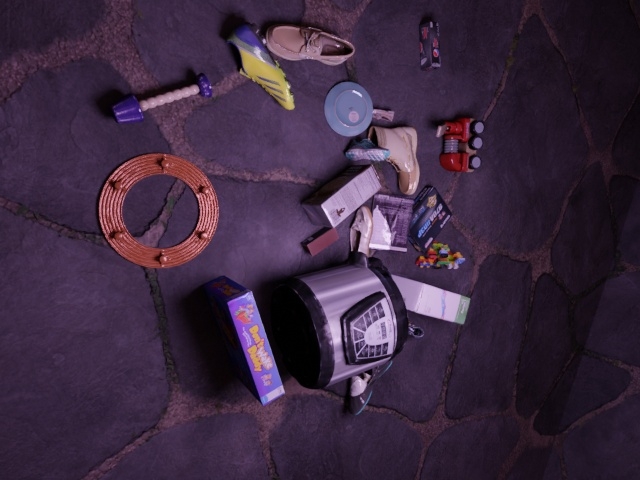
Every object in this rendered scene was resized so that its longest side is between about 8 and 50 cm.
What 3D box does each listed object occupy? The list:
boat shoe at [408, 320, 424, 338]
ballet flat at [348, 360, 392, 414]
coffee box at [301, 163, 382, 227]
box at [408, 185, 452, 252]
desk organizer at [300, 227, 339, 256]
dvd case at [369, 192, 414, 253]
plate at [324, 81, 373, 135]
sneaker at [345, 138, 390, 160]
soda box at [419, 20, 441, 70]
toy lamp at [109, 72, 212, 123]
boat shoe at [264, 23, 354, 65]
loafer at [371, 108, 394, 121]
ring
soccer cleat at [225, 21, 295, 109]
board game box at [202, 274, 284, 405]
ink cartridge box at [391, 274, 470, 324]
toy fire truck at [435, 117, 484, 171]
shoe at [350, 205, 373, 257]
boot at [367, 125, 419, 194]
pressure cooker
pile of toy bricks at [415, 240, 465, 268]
[{"bbox_3d":[0.344,0.352,1.801,0.183,0.083,0.065,23,85,-32],"label":"boat shoe"},{"bbox_3d":[0.174,0.543,1.729,0.096,0.095,0.280,49,61,-17],"label":"ballet flat"},{"bbox_3d":[0.075,-0.158,1.527,0.246,0.141,0.098,-40,115,-22],"label":"coffee box"},{"bbox_3d":[0.431,-0.088,1.807,0.220,0.051,0.175,-49,118,-16],"label":"box"},{"bbox_3d":[0.000,0.000,1.559,0.130,0.047,0.050,-34,116,-23],"label":"desk organizer"},{"bbox_3d":[0.271,-0.066,1.701,0.165,0.018,0.221,7,93,-12],"label":"dvd case"},{"bbox_3d":[0.105,-0.464,1.546,0.188,0.024,0.188,-3,98,-20],"label":"plate"},{"bbox_3d":[0.170,-0.328,1.556,0.065,0.167,0.076,46,57,-59],"label":"sneaker"},{"bbox_3d":[0.424,-0.751,1.699,0.053,0.060,0.168,-12,103,-31],"label":"soda box"},{"bbox_3d":[-0.438,-0.392,1.212,0.275,0.080,0.080,-31,112,-24],"label":"toy lamp"},{"bbox_3d":[-0.030,-0.636,1.413,0.302,0.098,0.109,0,97,-32],"label":"boat shoe"},{"bbox_3d":[0.225,-0.466,1.631,0.125,0.045,0.039,-6,107,-34],"label":"loafer"},{"bbox_3d":[-0.457,-0.082,1.274,0.337,0.032,0.336,-5,100,-30],"label":"ring"},{"bbox_3d":[-0.180,-0.524,1.361,0.121,0.093,0.289,-30,120,8],"label":"soccer cleat"},{"bbox_3d":[-0.239,0.299,1.346,0.078,0.233,0.347,-24,109,-26],"label":"board game box"},{"bbox_3d":[0.425,0.236,1.763,0.278,0.201,0.117,18,87,-32],"label":"ink cartridge box"},{"bbox_3d":[0.538,-0.392,1.784,0.246,0.158,0.217,0,98,-20],"label":"toy fire truck"},{"bbox_3d":[0.149,-0.020,1.629,0.058,0.077,0.219,-5,102,-36],"label":"shoe"},{"bbox_3d":[0.270,-0.300,1.651,0.203,0.095,0.261,-7,99,-31],"label":"boot"},{"bbox_3d":[0.085,0.257,1.466,0.420,0.375,0.370,-11,146,-31],"label":"pressure cooker"},{"bbox_3d":[0.507,0.051,1.860,0.212,0.118,0.105,3,57,-22],"label":"pile of toy bricks"}]
